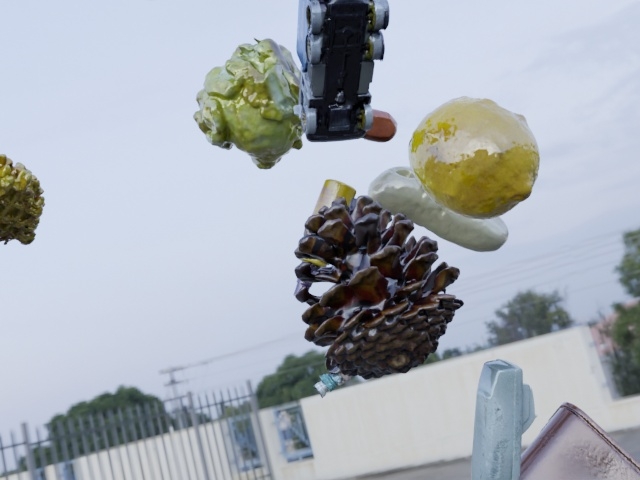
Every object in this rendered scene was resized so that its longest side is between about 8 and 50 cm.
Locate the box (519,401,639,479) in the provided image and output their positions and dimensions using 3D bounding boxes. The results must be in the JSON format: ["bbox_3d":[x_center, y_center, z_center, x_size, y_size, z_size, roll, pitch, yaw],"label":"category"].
[{"bbox_3d":[0.536,0.538,1.576,0.229,0.339,0.239,-43,-21,-13],"label":"box"}]

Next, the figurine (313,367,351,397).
[{"bbox_3d":[0.034,0.278,1.624,0.106,0.047,0.060,-38,5,-5],"label":"figurine"}]

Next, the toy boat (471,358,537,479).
[{"bbox_3d":[0.268,0.305,1.150,0.085,0.260,0.078,1,6,-18],"label":"toy boat"}]

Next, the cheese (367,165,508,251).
[{"bbox_3d":[0.321,-0.075,2.067,0.351,0.328,0.129,-10,-44,-50],"label":"cheese"}]

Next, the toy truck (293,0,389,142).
[{"bbox_3d":[0.031,-0.369,1.480,0.146,0.175,0.367,-4,-49,-12],"label":"toy truck"}]

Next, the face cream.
[{"bbox_3d":[0.000,0.000,1.768,0.078,0.273,0.078,20,-8,3],"label":"face cream"}]

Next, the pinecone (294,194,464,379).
[{"bbox_3d":[0.067,0.058,1.151,0.247,0.292,0.246,-20,-34,-14],"label":"pinecone"}]

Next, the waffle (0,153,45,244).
[{"bbox_3d":[-0.471,-0.037,1.074,0.193,0.070,0.197,-30,-26,-10],"label":"waffle"}]

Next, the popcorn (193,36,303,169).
[{"bbox_3d":[-0.160,-0.328,1.909,0.313,0.312,0.312,-14,-11,-3],"label":"popcorn"}]

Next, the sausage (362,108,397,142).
[{"bbox_3d":[0.128,-0.301,2.044,0.179,0.089,0.089,4,-18,-27],"label":"sausage"}]

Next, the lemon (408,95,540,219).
[{"bbox_3d":[0.302,-0.160,1.550,0.234,0.288,0.233,-27,-44,-30],"label":"lemon"}]
